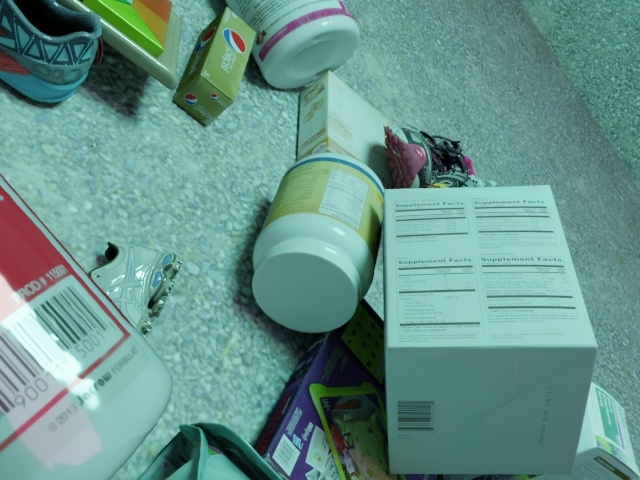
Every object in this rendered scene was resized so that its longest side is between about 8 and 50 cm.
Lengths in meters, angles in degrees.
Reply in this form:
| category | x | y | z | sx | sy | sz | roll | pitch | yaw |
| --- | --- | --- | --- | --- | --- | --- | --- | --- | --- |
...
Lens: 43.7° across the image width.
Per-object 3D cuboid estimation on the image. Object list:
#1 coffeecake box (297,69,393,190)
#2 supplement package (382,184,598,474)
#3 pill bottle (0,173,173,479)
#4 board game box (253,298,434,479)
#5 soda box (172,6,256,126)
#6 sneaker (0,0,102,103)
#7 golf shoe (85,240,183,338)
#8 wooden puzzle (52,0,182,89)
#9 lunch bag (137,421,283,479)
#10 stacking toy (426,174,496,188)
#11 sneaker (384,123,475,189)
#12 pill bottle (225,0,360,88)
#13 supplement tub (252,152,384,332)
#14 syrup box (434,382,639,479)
| category | x | y | z | sx | sy | sz | roll | pitch | yaw |
| --- | --- | --- | --- | --- | --- | --- | --- | --- | --- |
| coffeecake box | 0.039 | -0.146 | 1.217 | 0.142 | 0.068 | 0.185 | 35 | 38 | -31 |
| supplement package | 0.169 | 0.093 | 0.888 | 0.262 | 0.198 | 0.199 | -85 | 172 | -52 |
| pill bottle | -0.303 | 0.015 | 0.494 | 0.407 | 0.229 | 0.229 | 51 | 33 | -6 |
| board game box | 0.048 | 0.215 | 0.901 | 0.208 | 0.056 | 0.347 | 46 | 28 | -6 |
| soda box | -0.140 | -0.238 | 1.079 | 0.058 | 0.061 | 0.181 | 38 | 37 | -26 |
| sneaker | -0.333 | -0.250 | 0.786 | 0.262 | 0.125 | 0.104 | 29 | 42 | -35 |
| golf shoe | -0.197 | 0.068 | 0.753 | 0.086 | 0.069 | 0.176 | 25 | 36 | -8 |
| wooden puzzle | -0.254 | -0.297 | 0.947 | 0.221 | 0.044 | 0.238 | 35 | 22 | -28 |
| lunch bag | -0.061 | 0.274 | 0.630 | 0.223 | 0.160 | 0.262 | 46 | 8 | -8 |
| stacking toy | 0.195 | 0.013 | 1.200 | 0.167 | 0.052 | 0.221 | -19 | 122 | -55 |
| sneaker | 0.168 | -0.121 | 1.225 | 0.299 | 0.112 | 0.120 | -4 | 82 | -75 |
| pill bottle | -0.069 | -0.390 | 1.214 | 0.160 | 0.160 | 0.283 | -8 | 67 | -54 |
| supplement tub | 0.000 | 0.000 | 0.969 | 0.144 | 0.144 | 0.199 | 42 | 35 | -19 |
| syrup box | 0.249 | 0.263 | 0.965 | 0.096 | 0.237 | 0.093 | 35 | 39 | -28 |
